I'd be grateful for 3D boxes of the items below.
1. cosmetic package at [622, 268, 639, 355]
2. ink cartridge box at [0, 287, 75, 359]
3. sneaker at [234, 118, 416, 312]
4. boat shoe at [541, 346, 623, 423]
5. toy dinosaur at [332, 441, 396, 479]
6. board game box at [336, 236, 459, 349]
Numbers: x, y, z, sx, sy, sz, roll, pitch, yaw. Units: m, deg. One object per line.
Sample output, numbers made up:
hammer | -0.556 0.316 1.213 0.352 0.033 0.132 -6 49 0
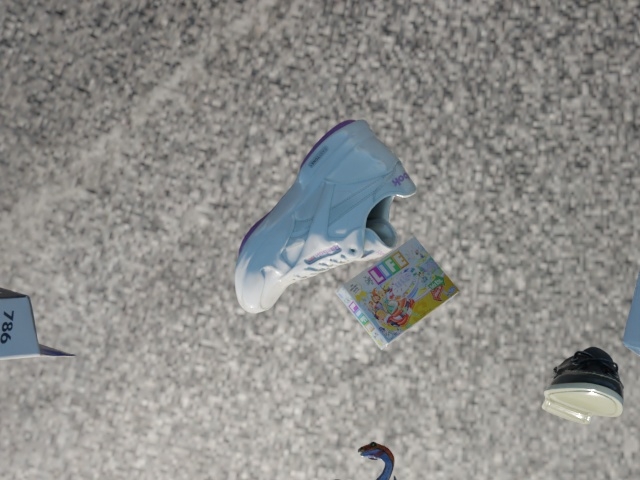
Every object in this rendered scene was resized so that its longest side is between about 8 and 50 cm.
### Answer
cosmetic package | 0.321 -0.065 0.734 0.097 0.377 0.284 4 161 43
ink cartridge box | -0.376 0.063 1.032 0.165 0.065 0.333 11 -176 32
sneaker | 0.000 0.000 1.522 0.152 0.114 0.305 43 121 11
boat shoe | 0.459 0.240 2.102 0.127 0.113 0.340 19 168 11
toy dinosaur | 0.025 0.182 0.840 0.047 0.082 0.090 28 145 14
board game box | 0.110 0.073 1.730 0.103 0.154 0.026 51 145 10
